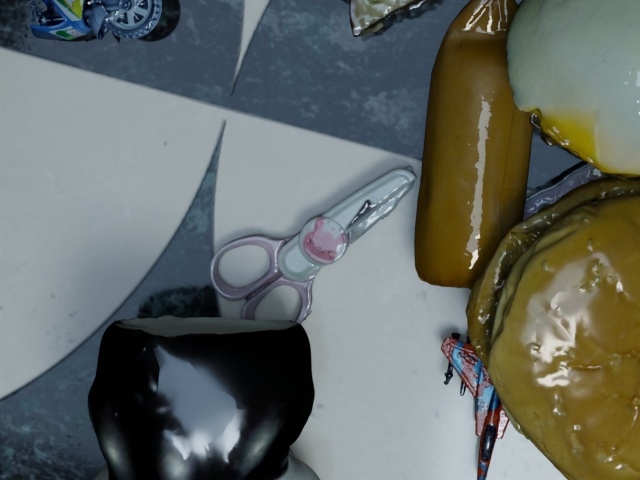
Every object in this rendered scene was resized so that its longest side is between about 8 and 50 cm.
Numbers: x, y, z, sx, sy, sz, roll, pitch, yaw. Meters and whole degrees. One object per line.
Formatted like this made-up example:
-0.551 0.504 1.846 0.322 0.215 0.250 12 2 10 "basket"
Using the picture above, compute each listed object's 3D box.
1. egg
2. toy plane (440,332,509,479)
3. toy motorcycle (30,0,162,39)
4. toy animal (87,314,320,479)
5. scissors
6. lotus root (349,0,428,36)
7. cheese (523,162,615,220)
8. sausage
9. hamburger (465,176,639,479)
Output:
0.327 -0.197 1.688 0.286 0.174 0.264 5 59 -5 "egg"
0.181 0.163 1.836 0.130 0.061 0.189 10 100 2 "toy plane"
-0.271 -0.295 1.811 0.135 0.092 0.254 -36 83 15 "toy motorcycle"
-0.125 0.234 1.780 0.251 0.251 0.309 0 94 4 "toy animal"
0.000 0.000 1.846 0.242 0.030 0.118 -38 92 10 "scissors"
0.120 -0.323 1.720 0.261 0.074 0.170 -22 100 11 "lotus root"
0.311 -0.080 1.809 0.255 0.050 0.127 -28 93 6 "cheese"
0.160 -0.111 1.788 0.112 0.112 0.328 6 93 3 "sausage"
0.297 0.087 1.734 0.319 0.158 0.318 -5 105 -18 "hamburger"
